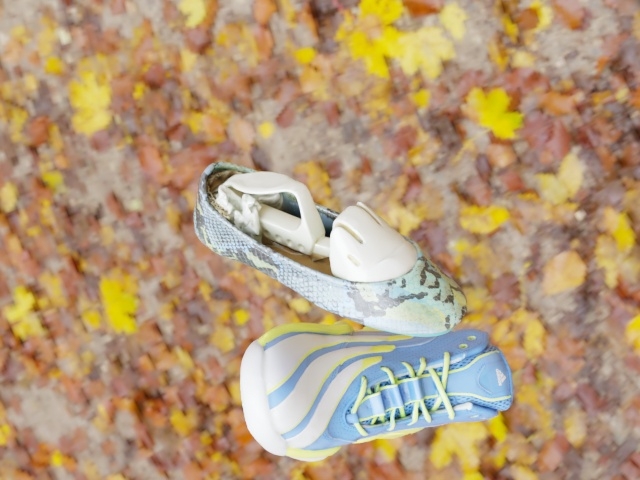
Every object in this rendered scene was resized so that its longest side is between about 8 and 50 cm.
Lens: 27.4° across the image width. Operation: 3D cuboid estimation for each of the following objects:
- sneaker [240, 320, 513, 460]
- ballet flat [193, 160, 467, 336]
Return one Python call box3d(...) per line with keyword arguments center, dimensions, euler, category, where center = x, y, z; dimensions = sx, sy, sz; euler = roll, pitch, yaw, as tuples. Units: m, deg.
box3d(center=(0.050, 0.087, 0.864), dimensions=(0.126, 0.240, 0.091), euler=(-16, 81, 27), category="sneaker")
box3d(center=(0.000, 0.000, 0.780), dimensions=(0.188, 0.070, 0.070), euler=(19, 119, 24), category="ballet flat")
